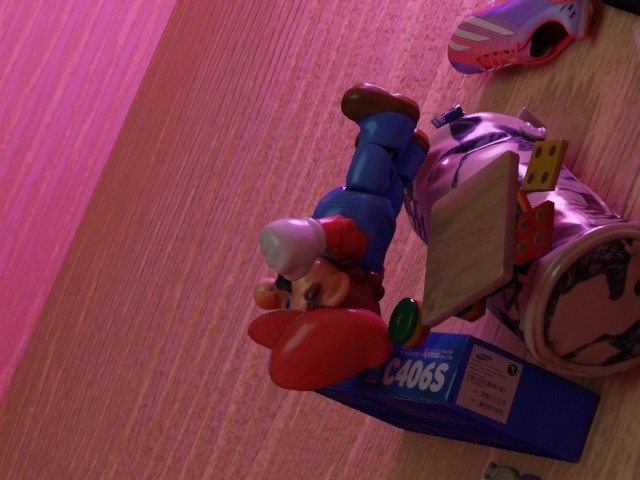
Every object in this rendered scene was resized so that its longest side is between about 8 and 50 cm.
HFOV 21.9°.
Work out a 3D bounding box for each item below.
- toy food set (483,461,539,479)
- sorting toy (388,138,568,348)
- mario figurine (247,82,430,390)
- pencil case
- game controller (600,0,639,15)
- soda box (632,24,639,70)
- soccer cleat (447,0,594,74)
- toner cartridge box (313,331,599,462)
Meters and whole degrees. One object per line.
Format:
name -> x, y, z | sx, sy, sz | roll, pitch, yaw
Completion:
toy food set -> 0.183, 0.263, 1.642 | 0.122, 0.019, 0.078 | 5, 71, 65
sorting toy -> 0.156, 0.001, 1.521 | 0.274, 0.046, 0.132 | -38, 38, 52
mario figurine -> 0.000, 0.000, 1.673 | 0.170, 0.198, 0.320 | -13, 51, 48
pencil case -> 0.218, -0.009, 1.662 | 0.183, 0.160, 0.410 | -56, 25, 9
game controller -> 0.403, -0.396, 1.804 | 0.166, 0.067, 0.319 | 36, 100, 51
soda box -> 0.361, -0.157, 1.641 | 0.061, 0.058, 0.181 | -45, 30, 37
soccer cleat -> 0.231, -0.240, 1.967 | 0.248, 0.083, 0.095 | -28, 51, 51
toner cartridge box -> 0.116, 0.152, 1.712 | 0.348, 0.165, 0.075 | -1, 65, 63
